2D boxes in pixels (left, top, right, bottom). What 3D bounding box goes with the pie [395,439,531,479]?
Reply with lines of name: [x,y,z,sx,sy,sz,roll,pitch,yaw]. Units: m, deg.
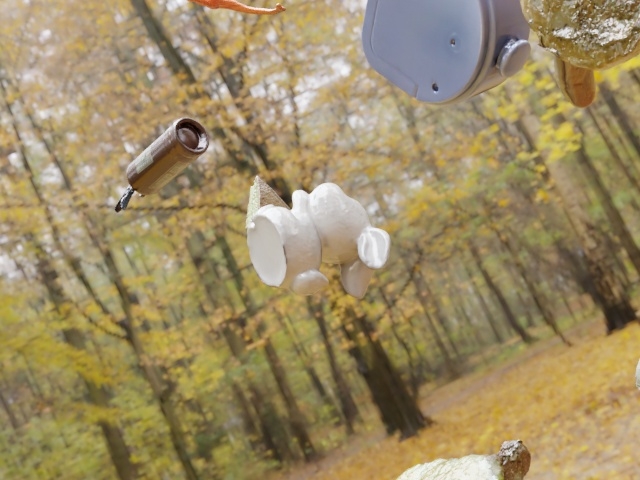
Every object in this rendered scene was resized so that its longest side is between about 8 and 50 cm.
pie: [0.270,0.637,2.231,0.418,0.180,0.395,-26,15,36]

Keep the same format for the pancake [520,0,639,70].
pancake: [0.466,-0.454,1.655,0.065,0.356,0.356,1,-24,-40]

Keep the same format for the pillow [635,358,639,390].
pillow: [0.687,0.281,1.868,0.051,0.229,0.128,-12,-55,-31]

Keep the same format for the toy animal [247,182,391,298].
toy animal: [-0.003,0.007,1.524,0.193,0.178,0.127,-6,-39,-27]

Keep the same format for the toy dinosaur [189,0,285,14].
toy dinosaur: [-0.188,-0.422,1.690,0.101,0.280,0.055,26,-93,-58]

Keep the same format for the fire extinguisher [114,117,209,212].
fire extinguisher: [-0.289,-0.121,1.738,0.231,0.071,0.099,-33,28,40]

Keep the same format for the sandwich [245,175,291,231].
sandwich: [-0.104,-0.032,2.320,0.088,0.244,0.090,-34,-9,-40]

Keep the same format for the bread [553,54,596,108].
bread: [0.456,-0.332,1.819,0.073,0.053,0.214,-29,-49,-7]

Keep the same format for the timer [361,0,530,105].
timer: [0.270,-0.455,2.018,0.173,0.394,0.395,-24,-8,-35]
